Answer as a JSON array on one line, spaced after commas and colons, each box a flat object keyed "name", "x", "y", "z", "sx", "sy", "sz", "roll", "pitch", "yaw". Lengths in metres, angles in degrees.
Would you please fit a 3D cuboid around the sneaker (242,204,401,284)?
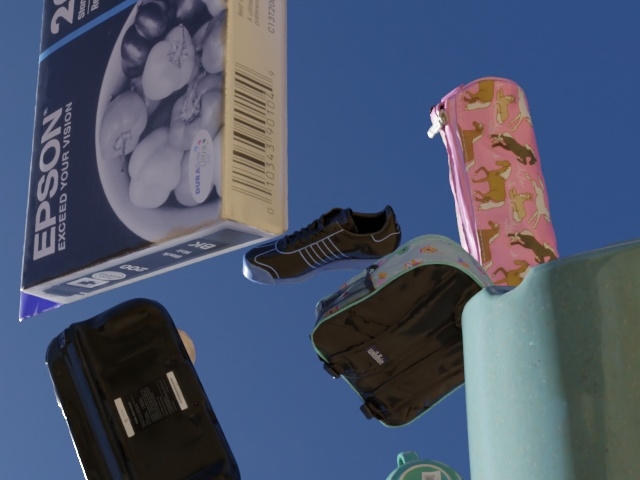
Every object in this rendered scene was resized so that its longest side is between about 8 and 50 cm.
[{"name": "sneaker", "x": 0.000, "y": 0.000, "z": 1.356, "sx": 0.232, "sy": 0.081, "sz": 0.090, "roll": -8, "pitch": -54, "yaw": -5}]

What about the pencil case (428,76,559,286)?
[{"name": "pencil case", "x": 0.276, "y": -0.055, "z": 1.489, "sx": 0.167, "sy": 0.160, "sz": 0.386, "roll": -10, "pitch": -102, "yaw": 3}]

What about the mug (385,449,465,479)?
[{"name": "mug", "x": 0.138, "y": 0.366, "z": 1.332, "sx": 0.129, "sy": 0.158, "sz": 0.097, "roll": -36, "pitch": -42, "yaw": -30}]

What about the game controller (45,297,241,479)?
[{"name": "game controller", "x": -0.218, "y": 0.211, "z": 1.138, "sx": 0.166, "sy": 0.319, "sz": 0.067, "roll": -22, "pitch": -33, "yaw": -14}]

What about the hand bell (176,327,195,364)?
[{"name": "hand bell", "x": -0.199, "y": 0.228, "z": 1.266, "sx": 0.126, "sy": 0.242, "sz": 0.126, "roll": -11, "pitch": -59, "yaw": -18}]

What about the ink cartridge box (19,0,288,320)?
[{"name": "ink cartridge box", "x": -0.104, "y": -0.077, "z": 0.486, "sx": 0.045, "sy": 0.208, "sz": 0.206, "roll": 20, "pitch": -119, "yaw": -45}]

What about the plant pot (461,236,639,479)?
[{"name": "plant pot", "x": 0.236, "y": 0.184, "z": 0.582, "sx": 0.341, "sy": 0.341, "sz": 0.334, "roll": -1, "pitch": -108, "yaw": -13}]

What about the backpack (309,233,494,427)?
[{"name": "backpack", "x": 0.105, "y": 0.087, "z": 1.033, "sx": 0.188, "sy": 0.144, "sz": 0.166, "roll": -34, "pitch": -77, "yaw": 22}]
